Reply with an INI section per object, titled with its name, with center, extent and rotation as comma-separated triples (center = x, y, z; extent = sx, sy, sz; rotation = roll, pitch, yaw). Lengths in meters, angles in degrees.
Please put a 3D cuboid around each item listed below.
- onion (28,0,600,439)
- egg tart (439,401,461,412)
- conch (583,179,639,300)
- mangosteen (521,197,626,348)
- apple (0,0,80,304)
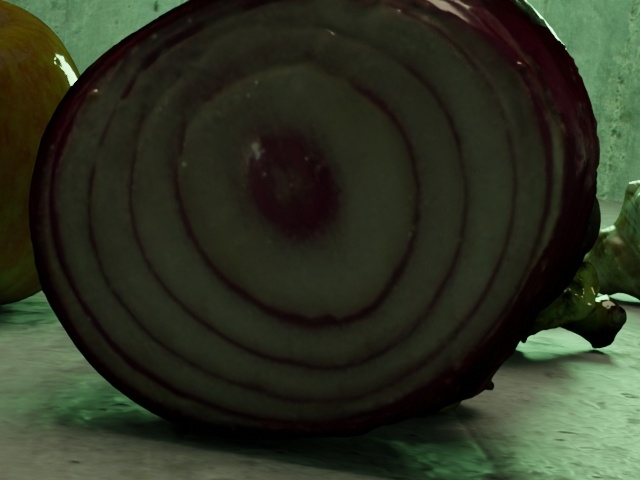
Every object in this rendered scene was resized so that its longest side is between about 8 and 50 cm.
[onion]
center = 0.007, -0.028, 0.999
extent = 0.337, 0.281, 0.260
rotation = -24, 1, 13
[egg tart]
center = 0.065, 0.093, 1.106
extent = 0.105, 0.039, 0.105
rotation = 7, 6, -1
[conch]
center = 0.458, 0.000, 1.838
extent = 0.386, 0.169, 0.203
rotation = -7, 9, 8
[mangosteen]
center = 0.155, 0.005, 1.402
extent = 0.289, 0.231, 0.231
rotation = 42, -2, -13
[apple]
center = -0.299, -0.073, 1.278
extent = 0.264, 0.264, 0.264
rotation = 7, 6, -1
